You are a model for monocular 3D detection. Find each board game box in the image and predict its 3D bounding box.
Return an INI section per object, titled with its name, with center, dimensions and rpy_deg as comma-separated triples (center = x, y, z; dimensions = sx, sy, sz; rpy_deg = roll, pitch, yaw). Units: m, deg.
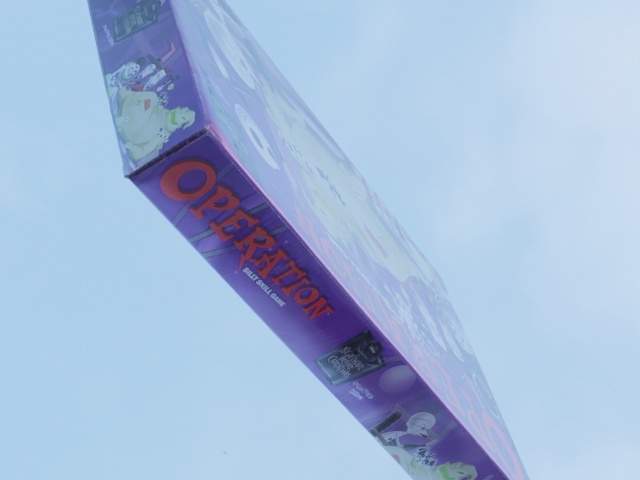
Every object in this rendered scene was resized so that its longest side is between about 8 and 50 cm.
[board game box]
center = 0.000, 0.000, 0.809
dimensions = 0.056, 0.347, 0.208
rpy_deg = -28, -137, 13
